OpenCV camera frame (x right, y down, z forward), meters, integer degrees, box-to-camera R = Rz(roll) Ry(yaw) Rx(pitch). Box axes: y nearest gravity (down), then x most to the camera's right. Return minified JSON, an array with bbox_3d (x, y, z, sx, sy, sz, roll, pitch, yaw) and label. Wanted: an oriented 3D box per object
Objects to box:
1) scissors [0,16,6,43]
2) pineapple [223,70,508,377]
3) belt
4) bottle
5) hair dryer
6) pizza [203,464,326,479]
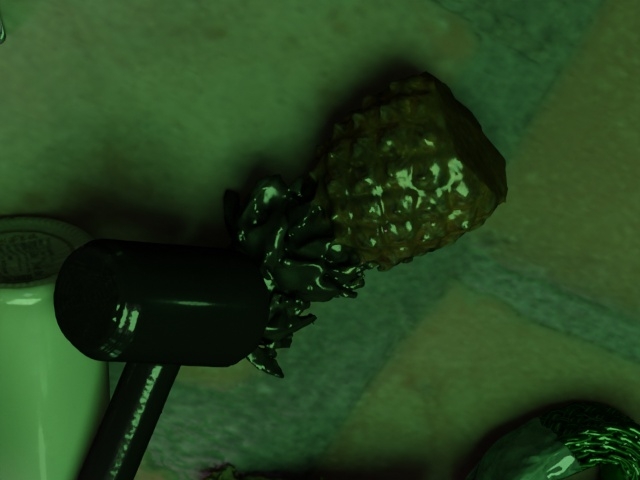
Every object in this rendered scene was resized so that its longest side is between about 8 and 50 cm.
[{"bbox_3d":[-0.209,-0.192,1.051,0.100,0.015,0.189,-16,122,-2],"label":"scissors"},{"bbox_3d":[0.000,0.000,1.161,0.237,0.111,0.119,-34,88,16],"label":"pineapple"},{"bbox_3d":[0.171,0.177,1.317,0.151,0.079,0.121,-14,111,-18],"label":"belt"},{"bbox_3d":[-0.183,0.113,1.174,0.104,0.104,0.245,-5,120,-11],"label":"bottle"},{"bbox_3d":[-0.130,0.112,1.112,0.114,0.070,0.248,7,115,-47],"label":"hair dryer"},{"bbox_3d":[0.045,0.286,1.265,0.223,0.089,0.323,-21,101,21],"label":"pizza"}]
